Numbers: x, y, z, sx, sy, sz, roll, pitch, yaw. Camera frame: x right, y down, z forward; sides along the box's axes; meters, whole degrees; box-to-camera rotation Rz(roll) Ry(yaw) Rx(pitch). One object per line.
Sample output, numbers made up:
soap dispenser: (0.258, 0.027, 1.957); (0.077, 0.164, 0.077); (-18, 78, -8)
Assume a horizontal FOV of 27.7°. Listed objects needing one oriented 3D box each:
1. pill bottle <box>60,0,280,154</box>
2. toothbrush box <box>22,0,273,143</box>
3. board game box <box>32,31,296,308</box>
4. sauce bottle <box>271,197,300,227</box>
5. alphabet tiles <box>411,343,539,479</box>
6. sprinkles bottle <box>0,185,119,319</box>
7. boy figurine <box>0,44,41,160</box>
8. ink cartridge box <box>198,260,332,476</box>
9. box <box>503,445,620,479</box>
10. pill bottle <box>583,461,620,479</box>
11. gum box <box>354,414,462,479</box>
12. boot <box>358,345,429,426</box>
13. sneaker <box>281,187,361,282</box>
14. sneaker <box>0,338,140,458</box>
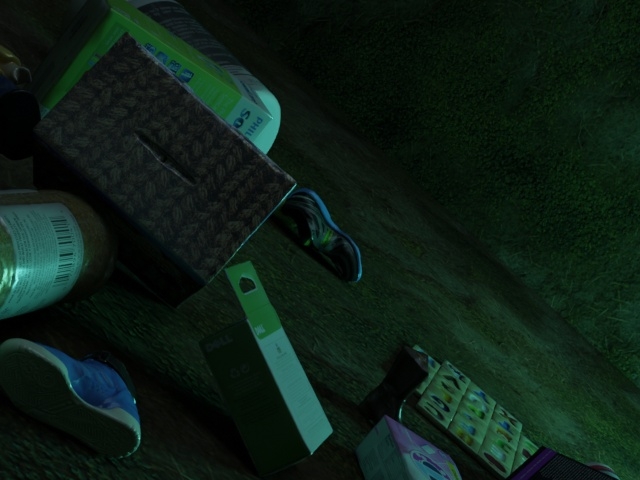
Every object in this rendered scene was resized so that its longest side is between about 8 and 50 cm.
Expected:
pill bottle: (-0.246, -0.259, 2.070); (0.361, 0.204, 0.204); (46, 14, 26)
toothbrush box: (-0.244, -0.183, 1.805); (0.283, 0.206, 0.122); (32, 14, -28)
board game box: (-0.181, -0.062, 1.420); (0.232, 0.141, 0.291); (42, -14, -3)
sauce bottle: (-0.050, -0.047, 2.266); (0.128, 0.042, 0.042); (30, 15, -32)
alphabet tiles: (0.238, 0.275, 2.032); (0.285, 0.011, 0.342); (41, 12, 6)
sprinkles bottle: (-0.298, 0.016, 1.143); (0.121, 0.121, 0.355); (41, 12, 8)
boy figurine: (-0.424, -0.175, 1.463); (0.177, 0.092, 0.285); (-22, 37, -29)
ink cartridge box: (-0.067, 0.131, 1.361); (0.209, 0.062, 0.109); (65, 13, 2)
box: (0.345, 0.349, 1.789); (0.162, 0.029, 0.116); (20, 32, 34)
pill bottle: (0.406, 0.405, 1.831); (0.108, 0.108, 0.180); (33, 14, -27)
gum box: (0.113, 0.289, 1.498); (0.107, 0.062, 0.188); (34, 13, -22)
boot: (0.113, 0.204, 1.674); (0.106, 0.114, 0.037); (46, 14, 30)
sneaker: (0.000, 0.000, 2.218); (0.078, 0.067, 0.188); (-35, 86, -32)
sneaker: (-0.219, 0.121, 1.135); (0.152, 0.058, 0.084); (38, 17, -25)
